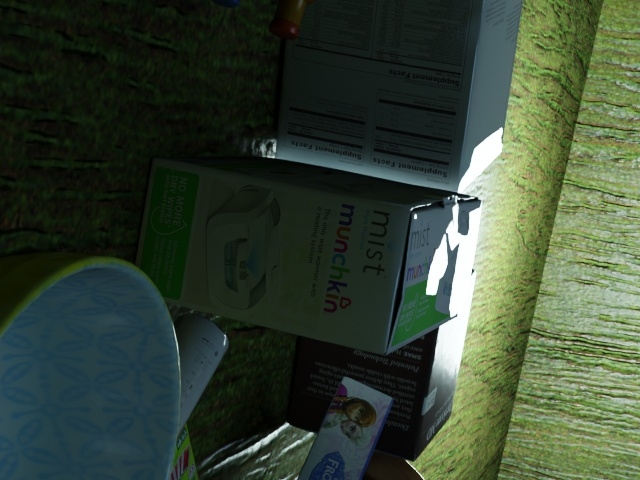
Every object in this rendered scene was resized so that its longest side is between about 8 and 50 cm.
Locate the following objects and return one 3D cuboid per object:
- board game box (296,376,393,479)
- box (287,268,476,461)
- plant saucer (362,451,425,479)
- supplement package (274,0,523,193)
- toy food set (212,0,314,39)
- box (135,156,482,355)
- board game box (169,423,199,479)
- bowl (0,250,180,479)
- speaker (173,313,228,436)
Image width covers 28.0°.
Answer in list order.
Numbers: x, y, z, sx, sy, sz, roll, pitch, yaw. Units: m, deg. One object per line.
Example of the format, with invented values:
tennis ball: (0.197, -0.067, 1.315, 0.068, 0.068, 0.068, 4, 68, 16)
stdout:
board game box: (-0.032, 0.360, 1.420, 0.318, 0.066, 0.318, 108, 7, -55)
box: (0.076, 0.128, 1.558, 0.168, 0.167, 0.203, -32, 132, -66)
plant saucer: (0.082, 0.333, 1.575, 0.037, 0.200, 0.200, -34, 140, -30)
supplement package: (0.088, -0.209, 1.310, 0.199, 0.198, 0.262, -40, 139, -63)
toy food set: (-0.066, -0.243, 0.960, 0.232, 0.111, 0.104, 45, 59, -72)
box: (0.000, 0.000, 1.139, 0.262, 0.231, 0.126, -11, 113, -71)
board game box: (-0.167, 0.249, 1.108, 0.092, 0.043, 0.181, 84, 25, -44)
bowl: (-0.210, 0.133, 0.714, 0.289, 0.156, 0.289, 13, 90, -72)
speaker: (-0.131, 0.130, 1.115, 0.055, 0.055, 0.136, 84, 25, -45)
